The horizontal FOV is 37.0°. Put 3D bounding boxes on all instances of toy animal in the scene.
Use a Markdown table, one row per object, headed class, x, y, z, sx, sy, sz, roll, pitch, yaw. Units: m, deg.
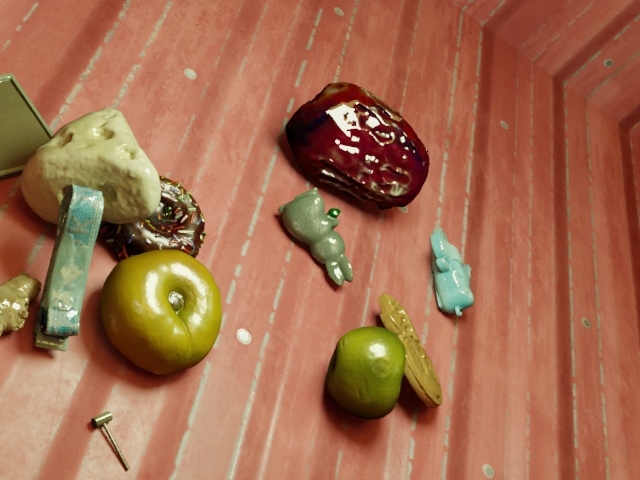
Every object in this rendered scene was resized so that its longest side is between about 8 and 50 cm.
| class | x | y | z | sx | sy | sz | roll | pitch | yaw |
| --- | --- | --- | --- | --- | --- | --- | --- | --- | --- |
| toy animal | -0.002 | -0.005 | 2.268 | 0.108 | 0.138 | 0.236 | -110 | 179 | -84 |

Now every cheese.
| class | x | y | z | sx | sy | sz | roll | pitch | yaw |
| --- | --- | --- | --- | --- | --- | --- | --- | --- | --- |
| cheese | -0.445 | -0.120 | 1.854 | 0.248 | 0.173 | 0.251 | -26 | 48 | -23 |

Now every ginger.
| class | x | y | z | sx | sy | sz | roll | pitch | yaw |
| --- | --- | --- | --- | --- | --- | --- | --- | --- | --- |
| ginger | -0.584 | 0.115 | 1.681 | 0.213 | 0.074 | 0.137 | 6 | 53 | -44 |

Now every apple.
| class | x | y | z | sx | sy | sz | roll | pitch | yaw |
| --- | --- | --- | --- | --- | --- | --- | --- | --- | --- |
| apple | 0.098 | 0.278 | 2.033 | 0.157 | 0.196 | 0.196 | 15 | 46 | -6 |

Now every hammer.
| class | x | y | z | sx | sy | sz | roll | pitch | yaw |
| --- | --- | --- | --- | --- | --- | --- | --- | --- | --- |
| hammer | -0.367 | 0.357 | 1.701 | 0.035 | 0.019 | 0.110 | -20 | 74 | -47 |

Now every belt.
| class | x | y | z | sx | sy | sz | roll | pitch | yaw |
| --- | --- | --- | --- | --- | --- | --- | --- | --- | --- |
| belt | -0.458 | 0.048 | 1.741 | 0.072 | 0.087 | 0.302 | 15 | 79 | -32 |

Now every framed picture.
| class | x | y | z | sx | sy | sz | roll | pitch | yaw |
| --- | --- | --- | --- | --- | --- | --- | --- | --- | --- |
| framed picture | -0.691 | -0.217 | 1.906 | 0.324 | 0.020 | 0.240 | -25 | 75 | -48 |

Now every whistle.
| class | x | y | z | sx | sy | sz | roll | pitch | yaw |
| --- | --- | --- | --- | --- | --- | --- | --- | --- | --- |
| whistle | 0.332 | 0.083 | 2.468 | 0.186 | 0.093 | 0.274 | 45 | 28 | -44 |

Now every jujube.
| class | x | y | z | sx | sy | sz | roll | pitch | yaw |
| --- | --- | --- | --- | --- | --- | --- | --- | --- | --- |
| jujube | 0.094 | -0.240 | 2.412 | 0.377 | 0.258 | 0.258 | 31 | 42 | -19 |

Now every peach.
| class | x | y | z | sx | sy | sz | roll | pitch | yaw |
| --- | --- | --- | --- | --- | --- | --- | --- | --- | --- |
| peach | -0.302 | 0.136 | 1.848 | 0.251 | 0.153 | 0.251 | 15 | 65 | -34 |

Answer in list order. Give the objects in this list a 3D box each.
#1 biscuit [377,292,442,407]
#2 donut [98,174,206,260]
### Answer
| class | x | y | z | sx | sy | sz | roll | pitch | yaw |
| --- | --- | --- | --- | --- | --- | --- | --- | --- | --- |
| biscuit | 0.210 | 0.250 | 2.200 | 0.202 | 0.044 | 0.288 | 41 | 25 | -52 |
| donut | -0.338 | -0.035 | 1.992 | 0.216 | 0.096 | 0.230 | 52 | 40 | 8 |
